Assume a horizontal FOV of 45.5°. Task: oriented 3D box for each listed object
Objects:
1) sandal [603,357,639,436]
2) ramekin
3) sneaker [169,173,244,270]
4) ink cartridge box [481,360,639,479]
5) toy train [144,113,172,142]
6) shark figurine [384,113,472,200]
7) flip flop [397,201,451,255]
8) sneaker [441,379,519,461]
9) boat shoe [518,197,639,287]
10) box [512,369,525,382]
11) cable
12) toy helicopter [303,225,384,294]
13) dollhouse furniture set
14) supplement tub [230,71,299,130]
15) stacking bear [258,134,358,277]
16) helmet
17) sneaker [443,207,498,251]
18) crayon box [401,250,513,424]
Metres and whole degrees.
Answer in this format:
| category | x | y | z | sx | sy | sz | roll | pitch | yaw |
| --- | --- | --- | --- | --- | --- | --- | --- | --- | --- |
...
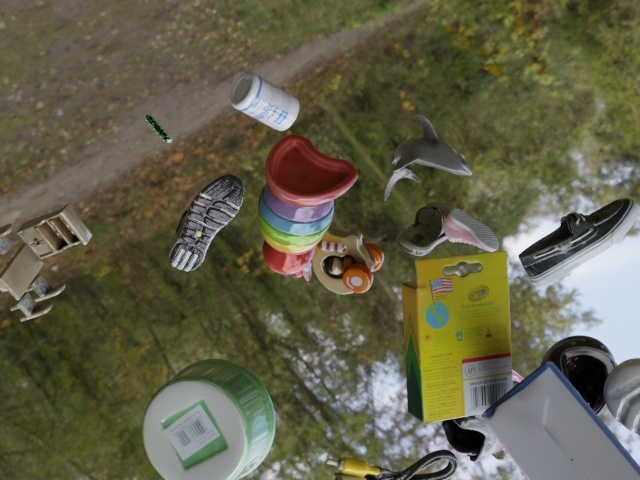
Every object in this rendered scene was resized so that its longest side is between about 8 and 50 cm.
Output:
| category | x | y | z | sx | sy | sz | roll | pitch | yaw |
| --- | --- | --- | --- | --- | --- | --- | --- | --- | --- |
| sandal | 0.659 | 0.319 | 1.222 | 0.169 | 0.416 | 0.102 | -58 | 165 | 22 |
| ramekin | -0.272 | 0.443 | 1.812 | 0.304 | 0.303 | 0.148 | -31 | 173 | 14 |
| sneaker | -0.288 | -0.073 | 1.866 | 0.281 | 0.106 | 0.162 | -52 | -155 | 20 |
| ink cartridge box | 0.423 | 0.365 | 1.319 | 0.151 | 0.270 | 0.395 | -37 | 161 | 3 |
| toy train | -0.326 | -0.225 | 1.542 | 0.017 | 0.083 | 0.024 | -43 | 156 | 2 |
| shark figurine | 0.197 | -0.177 | 1.724 | 0.116 | 0.166 | 0.278 | -44 | -166 | -22 |
| flip flop | 0.285 | -0.045 | 2.024 | 0.277 | 0.112 | 0.080 | -35 | 144 | -53 |
| sneaker | 0.386 | 0.422 | 1.807 | 0.202 | 0.185 | 0.482 | -33 | 144 | -1 |
| boat shoe | 0.669 | -0.015 | 1.985 | 0.335 | 0.119 | 0.121 | -39 | -168 | 5 |
| box | 0.458 | 0.379 | 2.096 | 0.122 | 0.128 | 0.257 | -53 | 140 | 1 |
| cable | 0.150 | 0.514 | 1.605 | 0.288 | 0.139 | 0.072 | -2 | -171 | -2 |
| toy helicopter | 0.000 | 0.000 | 2.115 | 0.235 | 0.355 | 0.140 | -19 | -158 | 31 |
| dollhouse furniture set | -0.708 | 0.038 | 1.911 | 0.161 | 0.212 | 0.242 | -18 | -148 | 22 |
| supplement tub | -0.098 | -0.244 | 1.345 | 0.107 | 0.070 | 0.071 | 23 | 140 | -38 |
| stacking bear | -0.053 | -0.042 | 1.577 | 0.164 | 0.175 | 0.289 | -46 | 160 | -38 |
| helmet | 0.567 | 0.291 | 1.684 | 0.161 | 0.169 | 0.169 | -65 | -165 | -21 |
| sneaker | 0.338 | -0.012 | 1.742 | 0.051 | 0.134 | 0.070 | -49 | 175 | -39 |
| crayon box | 0.269 | 0.182 | 1.497 | 0.202 | 0.318 | 0.081 | -5 | -174 | -17 |
